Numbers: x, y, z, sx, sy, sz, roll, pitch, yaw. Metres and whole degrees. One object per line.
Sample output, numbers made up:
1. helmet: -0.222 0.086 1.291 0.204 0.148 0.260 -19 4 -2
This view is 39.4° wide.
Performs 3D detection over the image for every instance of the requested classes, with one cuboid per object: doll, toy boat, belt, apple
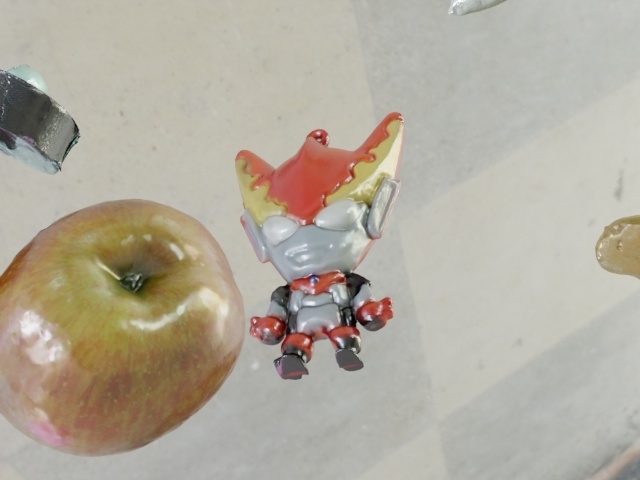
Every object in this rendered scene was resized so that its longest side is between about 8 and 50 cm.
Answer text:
1. doll: 0.000 0.000 0.499 0.109 0.169 0.057 -13 144 14
2. toy boat: -0.529 -0.215 1.502 0.207 0.079 0.134 -29 -178 39
3. belt: -0.288 -0.115 0.869 0.058 0.105 0.140 -63 179 -15
4. apple: -0.230 0.090 1.009 0.250 0.277 0.309 99 16 -69

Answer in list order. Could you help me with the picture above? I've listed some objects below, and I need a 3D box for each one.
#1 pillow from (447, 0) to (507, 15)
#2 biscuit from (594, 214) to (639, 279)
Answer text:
1. pillow: 0.239 -0.347 1.008 0.078 0.144 0.254 55 45 -24
2. biscuit: 0.361 0.044 0.798 0.153 0.234 0.030 -44 -171 39
